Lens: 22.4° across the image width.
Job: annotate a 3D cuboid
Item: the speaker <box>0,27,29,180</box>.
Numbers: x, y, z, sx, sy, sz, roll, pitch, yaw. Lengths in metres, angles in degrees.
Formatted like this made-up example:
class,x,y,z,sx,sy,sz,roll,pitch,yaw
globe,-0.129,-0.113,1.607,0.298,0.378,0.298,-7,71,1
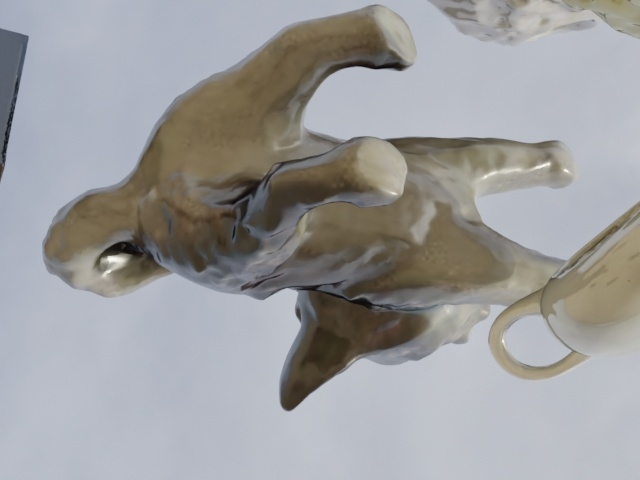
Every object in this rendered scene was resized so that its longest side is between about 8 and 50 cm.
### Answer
class,x,y,z,sx,sy,sz,roll,pitch,yaw
speaker,-0.227,-0.085,1.069,0.191,0.046,0.040,-97,-155,-58

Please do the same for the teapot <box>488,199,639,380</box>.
class,x,y,z,sx,sy,sz,roll,pitch,yaw
teapot,0.200,0.023,1.027,0.226,0.145,0.092,-42,-95,25

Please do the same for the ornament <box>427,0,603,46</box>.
class,x,y,z,sx,sy,sz,roll,pitch,yaw
ornament,0.180,-0.349,1.411,0.337,0.337,0.337,-5,-100,27

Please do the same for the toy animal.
class,x,y,z,sx,sy,sz,roll,pitch,yaw
toy animal,0.000,0.000,1.145,0.302,0.344,0.194,-26,-127,29

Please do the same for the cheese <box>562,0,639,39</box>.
class,x,y,z,sx,sy,sz,roll,pitch,yaw
cheese,0.069,-0.135,0.469,0.167,0.094,0.123,31,-111,2
